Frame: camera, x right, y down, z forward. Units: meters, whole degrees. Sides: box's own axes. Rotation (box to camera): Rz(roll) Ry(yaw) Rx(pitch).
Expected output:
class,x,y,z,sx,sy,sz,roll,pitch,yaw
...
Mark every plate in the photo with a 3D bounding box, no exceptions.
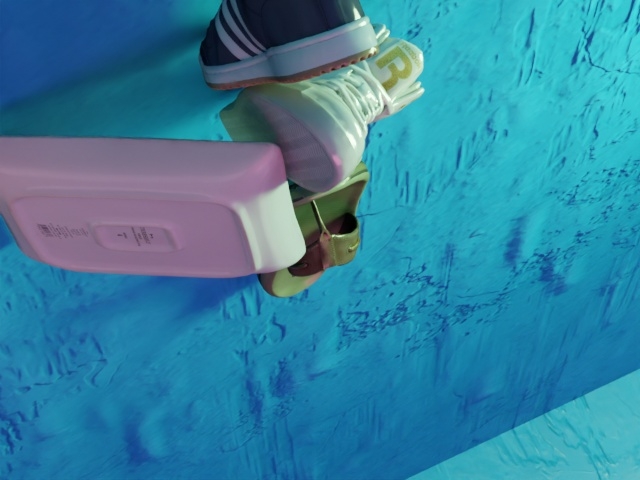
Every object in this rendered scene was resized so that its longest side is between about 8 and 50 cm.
class,x,y,z,sx,sy,sz,roll,pitch,yaw
plate,-0.161,-0.021,1.746,0.278,0.045,0.277,2,161,5

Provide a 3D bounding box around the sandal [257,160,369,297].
class,x,y,z,sx,sy,sz,roll,pitch,yaw
sandal,0.001,0.000,2.131,0.120,0.086,0.303,-22,160,-14

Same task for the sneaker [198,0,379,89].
class,x,y,z,sx,sy,sz,roll,pitch,yaw
sneaker,-0.045,-0.205,1.570,0.099,0.153,0.282,-23,-169,-18

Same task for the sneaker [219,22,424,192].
class,x,y,z,sx,sy,sz,roll,pitch,yaw
sneaker,0.019,-0.129,1.703,0.169,0.108,0.292,-34,-167,-9
